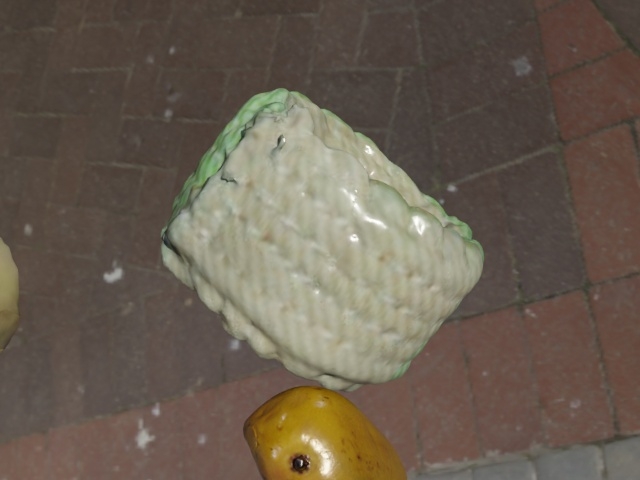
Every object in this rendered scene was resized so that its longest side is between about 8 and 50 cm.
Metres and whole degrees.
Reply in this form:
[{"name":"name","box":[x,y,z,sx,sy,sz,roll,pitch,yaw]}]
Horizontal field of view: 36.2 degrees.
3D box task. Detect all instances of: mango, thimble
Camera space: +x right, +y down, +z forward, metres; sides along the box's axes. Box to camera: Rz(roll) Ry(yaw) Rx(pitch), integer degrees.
[{"name":"mango","box":[0.007,0.120,0.521,0.060,0.114,0.080,-41,52,4]},{"name":"thimble","box":[0.000,0.000,0.716,0.150,0.219,0.219,-51,53,11]}]

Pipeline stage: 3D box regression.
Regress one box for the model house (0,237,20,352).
[{"name":"model house","box":[-0.396,0.012,0.360,0.334,0.382,0.343,-44,74,24]}]
